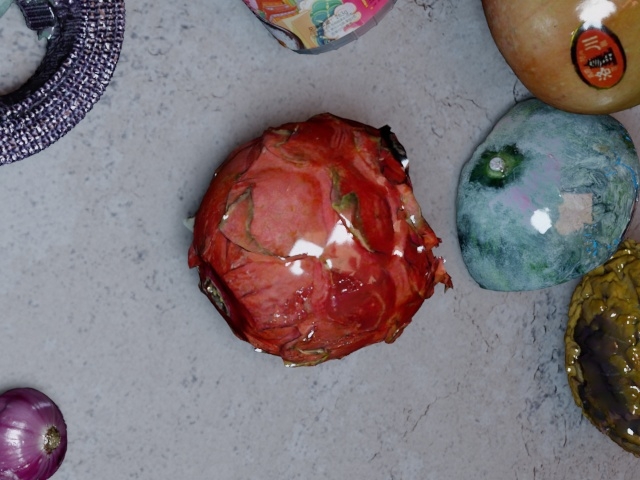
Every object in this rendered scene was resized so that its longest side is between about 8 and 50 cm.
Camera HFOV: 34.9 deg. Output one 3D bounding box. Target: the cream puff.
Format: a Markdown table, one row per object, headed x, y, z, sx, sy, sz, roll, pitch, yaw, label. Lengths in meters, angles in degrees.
| x | y | z | sx | sy | sz | roll | pitch | yaw | label |
| --- | --- | --- | --- | --- | --- | --- | --- | --- | --- |
| 0.489 | 0.158 | 1.471 | 0.231 | 0.327 | 0.343 | -11 | 139 | -24 | cream puff |

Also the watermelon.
| x | y | z | sx | sy | sz | roll | pitch | yaw | label |
| --- | --- | --- | --- | --- | --- | --- | --- | --- | --- |
| 0.324 | -0.083 | 1.441 | 0.175 | 0.188 | 0.322 | 28 | 75 | -35 | watermelon |

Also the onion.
| x | y | z | sx | sy | sz | roll | pitch | yaw | label |
| --- | --- | --- | --- | --- | --- | --- | --- | --- | --- |
| -0.343 | 0.225 | 1.155 | 0.104 | 0.115 | 0.115 | -6 | 98 | 16 | onion |

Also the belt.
| x | y | z | sx | sy | sz | roll | pitch | yaw | label |
| --- | --- | --- | --- | --- | --- | --- | --- | --- | --- |
| -0.360 | -0.221 | 1.094 | 0.325 | 0.122 | 0.260 | -46 | 117 | -23 | belt |

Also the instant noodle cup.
| x | y | z | sx | sy | sz | roll | pitch | yaw | label |
| --- | --- | --- | --- | --- | --- | --- | --- | --- | --- |
| -0.010 | -0.345 | 1.228 | 0.302 | 0.258 | 0.182 | -47 | 127 | -11 | instant noodle cup |

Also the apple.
| x | y | z | sx | sy | sz | roll | pitch | yaw | label |
| --- | --- | --- | --- | --- | --- | --- | --- | --- | --- |
| 0.389 | -0.340 | 1.369 | 0.338 | 0.305 | 0.339 | 40 | 34 | -35 | apple |

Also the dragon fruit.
| x | y | z | sx | sy | sz | roll | pitch | yaw | label |
| --- | --- | --- | --- | --- | --- | --- | --- | --- | --- |
| 0.000 | 0.000 | 1.218 | 0.301 | 0.295 | 0.296 | -29 | 106 | -21 | dragon fruit |
